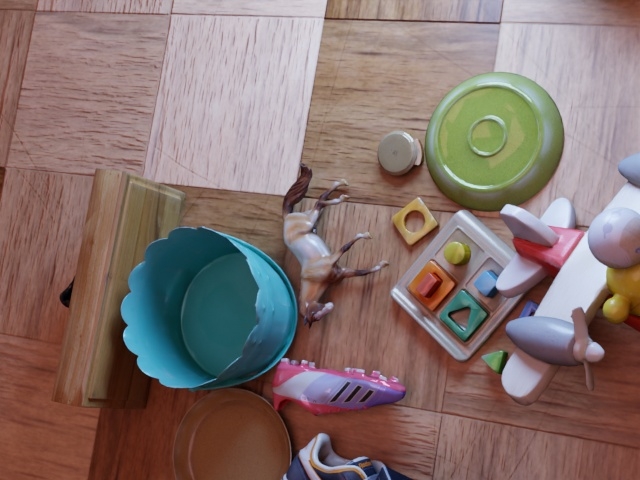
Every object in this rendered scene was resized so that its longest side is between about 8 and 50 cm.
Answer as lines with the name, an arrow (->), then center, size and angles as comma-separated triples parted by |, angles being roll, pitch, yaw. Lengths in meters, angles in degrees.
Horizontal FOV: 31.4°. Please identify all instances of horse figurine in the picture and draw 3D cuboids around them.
horse figurine -> 0.000, 0.000, 1.979 | 0.174, 0.066, 0.263 | -32, 70, 16

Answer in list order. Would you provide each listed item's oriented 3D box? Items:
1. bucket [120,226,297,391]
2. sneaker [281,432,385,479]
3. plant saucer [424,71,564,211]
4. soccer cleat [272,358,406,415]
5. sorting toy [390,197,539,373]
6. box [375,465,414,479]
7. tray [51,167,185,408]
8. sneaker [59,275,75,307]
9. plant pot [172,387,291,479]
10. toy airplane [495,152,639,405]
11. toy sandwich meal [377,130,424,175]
bucket -> -0.185, 0.123, 1.979 | 0.281, 0.183, 0.281 | -4, 81, 24
sneaker -> 0.080, 0.433, 1.839 | 0.321, 0.126, 0.127 | 31, 97, 25
plant saucer -> 0.282, -0.169, 1.896 | 0.241, 0.037, 0.241 | -4, 80, 23
soccer cleat -> 0.029, 0.258, 1.916 | 0.248, 0.083, 0.095 | 6, 84, 28
sorting toy -> 0.229, 0.071, 1.874 | 0.348, 0.047, 0.196 | 45, 100, 24
box -> 0.178, 0.558, 1.665 | 0.343, 0.179, 0.312 | 27, 93, -6
tray -> -0.356, 0.093, 2.050 | 0.076, 0.203, 0.411 | 7, 84, 24
sneaker -> -0.420, 0.072, 2.152 | 0.178, 0.077, 0.072 | -48, 67, 9
plant pot -> -0.151, 0.379, 2.005 | 0.236, 0.032, 0.236 | -4, 80, 24
toy airplane -> 0.424, 0.027, 1.666 | 0.384, 0.272, 0.386 | -14, 58, 11
toy sandwich meal -> 0.138, -0.151, 1.964 | 0.085, 0.029, 0.085 | 0, 89, 32
